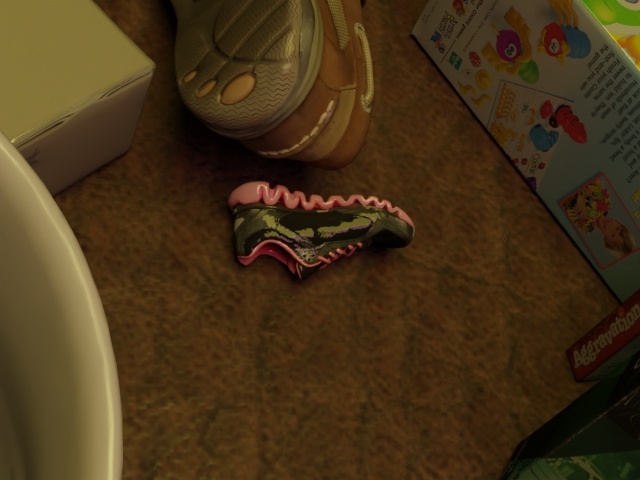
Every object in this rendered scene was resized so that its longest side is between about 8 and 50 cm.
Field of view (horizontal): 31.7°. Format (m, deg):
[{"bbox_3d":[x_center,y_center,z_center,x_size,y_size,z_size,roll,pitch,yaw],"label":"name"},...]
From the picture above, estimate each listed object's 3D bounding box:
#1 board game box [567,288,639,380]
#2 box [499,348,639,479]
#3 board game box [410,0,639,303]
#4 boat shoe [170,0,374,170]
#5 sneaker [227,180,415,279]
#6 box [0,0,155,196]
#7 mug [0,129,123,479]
[{"bbox_3d":[0.315,0.041,0.728,0.281,0.145,0.027,-3,63,-22],"label":"board game box"},{"bbox_3d":[0.255,0.125,0.550,0.232,0.322,0.058,37,51,4],"label":"box"},{"bbox_3d":[0.217,-0.106,0.778,0.142,0.144,0.275,-26,73,-31],"label":"board game box"},{"bbox_3d":[-0.033,-0.171,0.757,0.116,0.123,0.324,35,37,-40],"label":"boat shoe"},{"bbox_3d":[0.000,0.000,0.701,0.119,0.047,0.057,6,66,-8],"label":"sneaker"},{"bbox_3d":[-0.232,-0.148,0.668,0.113,0.094,0.275,-36,78,-32],"label":"box"},{"bbox_3d":[-0.187,0.139,0.376,0.374,0.328,0.276,30,56,-3],"label":"mug"}]
